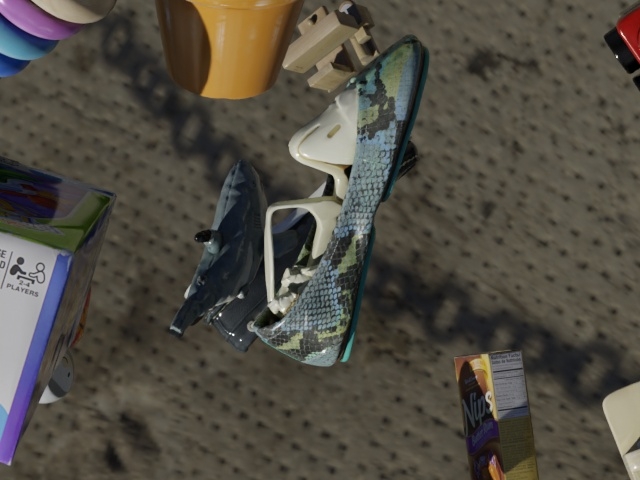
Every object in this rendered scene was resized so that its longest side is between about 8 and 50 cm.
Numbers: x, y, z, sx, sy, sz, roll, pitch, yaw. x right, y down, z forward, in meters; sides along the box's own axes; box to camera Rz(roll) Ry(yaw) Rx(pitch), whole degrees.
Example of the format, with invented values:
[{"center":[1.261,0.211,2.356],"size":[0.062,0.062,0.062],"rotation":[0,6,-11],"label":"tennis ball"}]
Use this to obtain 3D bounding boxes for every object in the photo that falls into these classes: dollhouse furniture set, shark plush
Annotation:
[{"center":[-0.001,-0.317,2.335],"size":[0.144,0.151,0.123],"rotation":[-35,68,29],"label":"dollhouse furniture set"},{"center":[-0.087,0.011,1.241],"size":[0.073,0.067,0.161],"rotation":[15,51,34],"label":"shark plush"}]

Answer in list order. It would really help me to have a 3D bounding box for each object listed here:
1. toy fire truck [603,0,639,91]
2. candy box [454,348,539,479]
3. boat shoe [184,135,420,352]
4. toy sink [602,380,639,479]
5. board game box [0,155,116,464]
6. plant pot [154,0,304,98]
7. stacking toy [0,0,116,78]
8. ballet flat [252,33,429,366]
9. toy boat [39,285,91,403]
[{"center":[0.431,-0.176,1.733],"size":[0.158,0.246,0.217],"rotation":[-33,97,15],"label":"toy fire truck"},{"center":[0.222,0.233,2.002],"size":[0.109,0.053,0.186],"rotation":[159,106,-71],"label":"candy box"},{"center":[0.000,0.000,1.640],"size":[0.302,0.114,0.091],"rotation":[-39,84,-15],"label":"boat shoe"},{"center":[0.381,0.230,1.525],"size":[0.153,0.131,0.234],"rotation":[-21,78,6],"label":"toy sink"},{"center":[-0.262,-0.025,0.619],"size":[0.347,0.233,0.078],"rotation":[17,95,-6],"label":"board game box"},{"center":[-0.104,-0.269,1.772],"size":[0.205,0.205,0.188],"rotation":[36,133,35],"label":"plant pot"},{"center":[-0.344,-0.182,1.491],"size":[0.330,0.141,0.141],"rotation":[-35,59,28],"label":"stacking toy"},{"center":[0.007,-0.025,0.856],"size":[0.070,0.070,0.188],"rotation":[17,95,35],"label":"ballet flat"},{"center":[-0.391,0.055,1.641],"size":[0.267,0.318,0.148],"rotation":[-38,34,56],"label":"toy boat"}]
